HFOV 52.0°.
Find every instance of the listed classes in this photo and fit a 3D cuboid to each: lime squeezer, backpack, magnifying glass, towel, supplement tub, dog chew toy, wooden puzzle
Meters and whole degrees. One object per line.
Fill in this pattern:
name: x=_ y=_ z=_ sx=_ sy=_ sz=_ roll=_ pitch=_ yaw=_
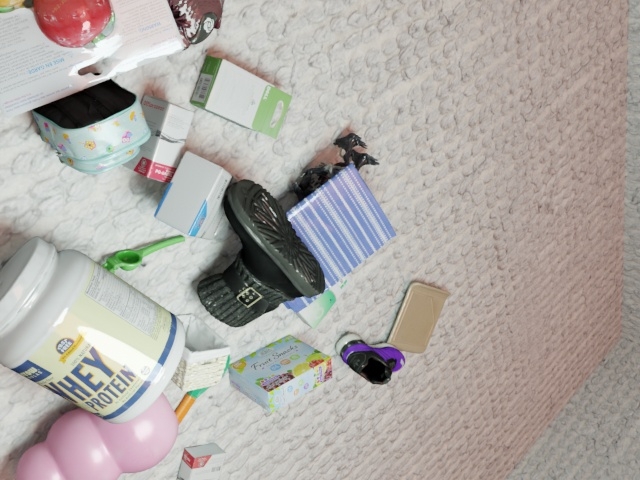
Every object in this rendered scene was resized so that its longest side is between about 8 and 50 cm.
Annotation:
lime squeezer: x=-0.407 y=0.073 z=1.363 sx=0.310 sy=0.059 sz=0.110 roll=-47 pitch=133 yaw=-20
backpack: x=-0.396 y=-0.202 z=1.159 sx=0.166 sy=0.188 sz=0.144 roll=-33 pitch=127 yaw=-31
magnifying glass: x=-0.303 y=0.361 z=1.612 sx=0.231 sy=0.026 sz=0.092 roll=-58 pitch=136 yaw=-11
towel: x=0.000 y=0.000 z=1.598 sx=0.336 sy=0.040 sz=0.243 roll=-38 pitch=120 yaw=-4
supplement tub: x=-0.440 y=0.164 z=1.206 sx=0.325 sy=0.235 sz=0.235 roll=40 pitch=78 yaw=-28
dog chew toy: x=-0.467 y=0.425 z=1.363 sx=0.332 sy=0.206 sz=0.206 roll=-30 pitch=126 yaw=-22
wooden puzzle: x=0.313 y=0.255 z=2.151 sx=0.221 sy=0.044 sz=0.238 roll=19 pitch=98 yaw=-46

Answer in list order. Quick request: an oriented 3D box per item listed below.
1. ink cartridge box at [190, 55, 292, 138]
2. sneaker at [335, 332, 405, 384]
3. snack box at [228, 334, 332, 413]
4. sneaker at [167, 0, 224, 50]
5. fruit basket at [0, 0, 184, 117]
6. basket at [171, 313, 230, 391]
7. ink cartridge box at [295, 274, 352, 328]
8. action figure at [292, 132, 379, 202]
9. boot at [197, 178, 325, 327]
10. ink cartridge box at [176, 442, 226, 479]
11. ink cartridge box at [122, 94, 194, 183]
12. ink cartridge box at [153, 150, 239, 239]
ink cartridge box: x=-0.168 y=-0.307 z=1.425 sx=0.209 sy=0.062 sz=0.109 roll=17 pitch=95 yaw=-47
sneaker: x=0.175 y=0.380 z=1.975 sx=0.293 sy=0.146 sz=0.102 roll=22 pitch=109 yaw=-44
snack box: x=-0.102 y=0.336 z=1.683 sx=0.207 sy=0.174 sz=0.070 roll=-21 pitch=117 yaw=-36
sneaker: x=-0.287 y=-0.440 z=1.227 sx=0.281 sy=0.106 sz=0.162 roll=-12 pitch=118 yaw=-41
fruit basket: x=-0.429 y=-0.415 z=1.036 sx=0.327 sy=0.165 sz=0.353 roll=-27 pitch=129 yaw=-12
basket: x=-0.296 y=0.250 z=1.469 sx=0.113 sy=0.167 sz=0.103 roll=-2 pitch=113 yaw=-43
ink cartridge box: x=-0.026 y=0.103 z=1.748 sx=0.181 sy=0.056 sz=0.224 roll=-51 pitch=136 yaw=-16
action figure: x=0.033 y=-0.138 z=1.639 sx=0.275 sy=0.141 sz=0.164 roll=-52 pitch=136 yaw=-19
boot: x=-0.177 y=0.046 z=1.452 sx=0.348 sy=0.260 sz=0.131 roll=56 pitch=26 yaw=-30
ink cartridge box: x=-0.310 y=0.597 z=1.680 sx=0.099 sy=0.056 sz=0.135 roll=8 pitch=101 yaw=-45
ink cartridge box: x=-0.319 y=-0.200 z=1.291 sx=0.063 sy=0.109 sz=0.150 roll=14 pitch=97 yaw=-45
ink cartridge box: x=-0.248 y=-0.086 z=1.353 sx=0.148 sy=0.086 sz=0.203 roll=-64 pitch=177 yaw=-2
